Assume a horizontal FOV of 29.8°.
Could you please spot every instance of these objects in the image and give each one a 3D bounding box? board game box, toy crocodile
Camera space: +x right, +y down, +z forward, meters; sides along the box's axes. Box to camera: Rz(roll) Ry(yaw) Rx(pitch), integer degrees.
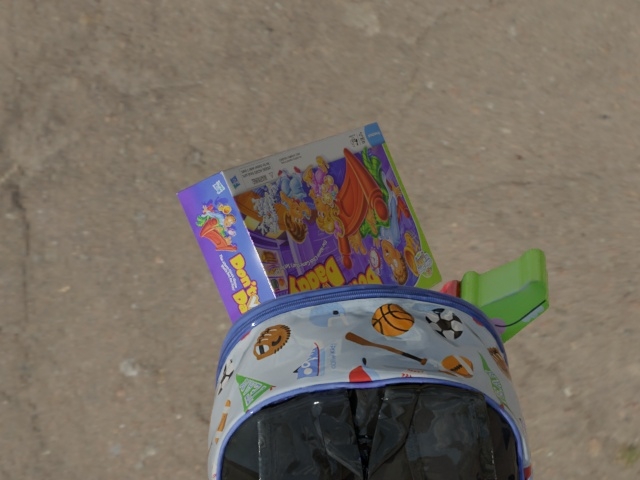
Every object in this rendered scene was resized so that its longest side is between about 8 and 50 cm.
[{"bbox_3d":[0.000,0.000,1.490,0.078,0.347,0.233,-22,91,36],"label":"board game box"},{"bbox_3d":[0.098,0.119,1.222,0.105,0.115,0.340,40,123,-15],"label":"toy crocodile"}]

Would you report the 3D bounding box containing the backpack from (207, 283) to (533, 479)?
[{"bbox_3d":[0.037,0.151,0.886,0.276,0.263,0.213,-7,47,-4],"label":"backpack"}]
